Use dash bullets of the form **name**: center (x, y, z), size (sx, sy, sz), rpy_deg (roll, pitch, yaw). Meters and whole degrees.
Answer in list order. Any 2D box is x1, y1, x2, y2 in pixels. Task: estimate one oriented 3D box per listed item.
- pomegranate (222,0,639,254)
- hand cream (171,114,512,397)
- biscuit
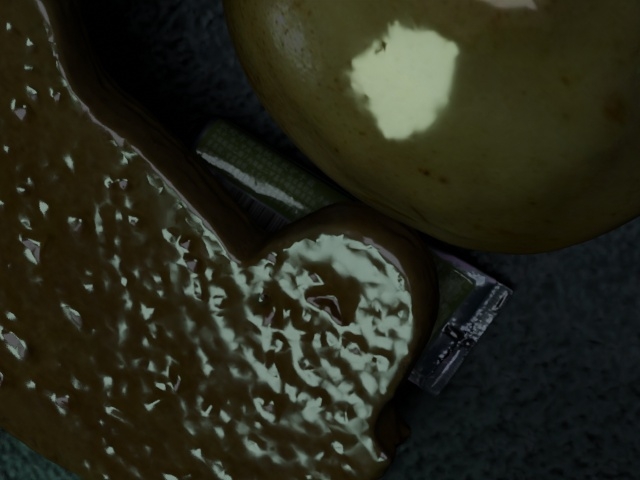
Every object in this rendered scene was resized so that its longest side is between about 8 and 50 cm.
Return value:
- **pomegranate**: center (0.084, -0.147, 0.896), size (0.319, 0.319, 0.319), rpy_deg (2, 101, 13)
- **hand cream**: center (0.000, 0.000, 1.070), size (0.235, 0.055, 0.086), rpy_deg (34, 105, -1)
- **biscuit**: center (-0.133, 0.047, 1.071), size (0.394, 0.076, 0.368), rpy_deg (36, 123, 6)
